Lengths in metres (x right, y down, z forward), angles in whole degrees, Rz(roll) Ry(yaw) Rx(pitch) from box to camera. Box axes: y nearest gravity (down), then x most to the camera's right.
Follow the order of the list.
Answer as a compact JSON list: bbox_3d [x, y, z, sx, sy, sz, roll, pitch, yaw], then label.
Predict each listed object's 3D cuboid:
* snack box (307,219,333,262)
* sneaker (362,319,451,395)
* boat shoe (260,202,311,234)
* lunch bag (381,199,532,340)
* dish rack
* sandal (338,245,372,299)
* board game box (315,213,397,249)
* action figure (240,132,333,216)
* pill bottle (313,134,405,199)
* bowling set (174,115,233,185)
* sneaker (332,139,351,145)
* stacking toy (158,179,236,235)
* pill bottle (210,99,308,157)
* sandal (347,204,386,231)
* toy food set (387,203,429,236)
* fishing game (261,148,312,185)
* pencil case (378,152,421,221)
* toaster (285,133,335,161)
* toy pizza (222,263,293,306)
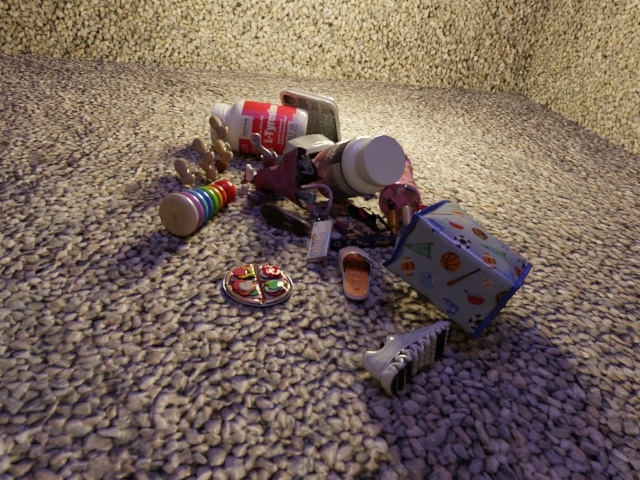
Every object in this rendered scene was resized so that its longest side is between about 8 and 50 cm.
[{"bbox_3d":[0.000,0.000,1.680,0.064,0.022,0.178,-7,39,15],"label":"snack box"},{"bbox_3d":[0.222,0.263,1.283,0.118,0.110,0.292,23,32,39],"label":"sneaker"},{"bbox_3d":[-0.118,-0.076,1.799,0.190,0.068,0.072,30,23,14],"label":"boat shoe"},{"bbox_3d":[0.405,0.056,1.469,0.328,0.239,0.385,40,31,14],"label":"lunch bag"},{"bbox_3d":[-0.030,-0.565,2.384,0.285,0.333,0.072,19,65,17],"label":"dish rack"},{"bbox_3d":[0.114,0.079,1.578,0.102,0.076,0.265,6,31,-6],"label":"sandal"},{"bbox_3d":[0.121,-0.034,1.802,0.243,0.042,0.165,-3,32,-19],"label":"board game box"},{"bbox_3d":[-0.151,-0.237,1.927,0.370,0.248,0.275,5,-17,46],"label":"action figure"},{"bbox_3d":[0.134,-0.264,1.884,0.210,0.210,0.363,-10,3,-28],"label":"pill bottle"},{"bbox_3d":[-0.408,-0.320,2.019,0.200,0.287,0.154,26,18,-47],"label":"bowling set"},{"bbox_3d":[0.090,-0.401,2.381,0.258,0.094,0.091,-6,55,-19],"label":"sneaker"},{"bbox_3d":[-0.394,-0.128,1.760,0.141,0.141,0.330,19,25,16],"label":"stacking toy"},{"bbox_3d":[-0.265,-0.490,2.278,0.407,0.229,0.229,7,31,-3],"label":"pill bottle"},{"bbox_3d":[0.166,-0.088,1.820,0.067,0.040,0.179,-16,39,-36],"label":"sandal"},{"bbox_3d":[0.361,-0.055,1.853,0.232,0.111,0.105,10,60,-18],"label":"toy food set"},{"bbox_3d":[-0.137,-0.302,2.067,0.041,0.189,0.264,-51,44,-9],"label":"fishing game"},{"bbox_3d":[0.301,-0.226,2.051,0.160,0.167,0.386,2,30,3],"label":"pencil case"},{"bbox_3d":[-0.026,-0.357,2.134,0.227,0.129,0.146,-15,31,-21],"label":"toaster"},{"bbox_3d":[-0.178,0.117,1.480,0.201,0.032,0.201,7,31,-4],"label":"toy pizza"}]
